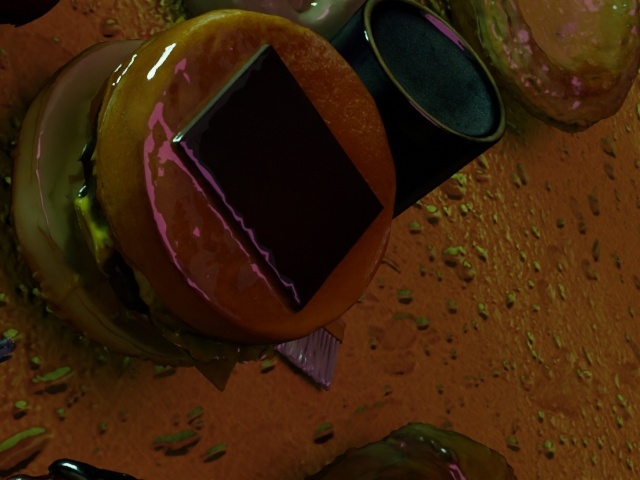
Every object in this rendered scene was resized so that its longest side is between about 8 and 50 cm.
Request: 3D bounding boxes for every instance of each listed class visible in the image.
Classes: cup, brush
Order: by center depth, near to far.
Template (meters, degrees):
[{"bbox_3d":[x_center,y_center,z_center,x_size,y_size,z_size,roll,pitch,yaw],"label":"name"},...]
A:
[{"bbox_3d":[0.026,-0.090,1.687,0.166,0.177,0.239,52,31,5],"label":"cup"},{"bbox_3d":[0.000,0.000,1.788,0.103,0.013,0.272,41,47,-34],"label":"brush"}]

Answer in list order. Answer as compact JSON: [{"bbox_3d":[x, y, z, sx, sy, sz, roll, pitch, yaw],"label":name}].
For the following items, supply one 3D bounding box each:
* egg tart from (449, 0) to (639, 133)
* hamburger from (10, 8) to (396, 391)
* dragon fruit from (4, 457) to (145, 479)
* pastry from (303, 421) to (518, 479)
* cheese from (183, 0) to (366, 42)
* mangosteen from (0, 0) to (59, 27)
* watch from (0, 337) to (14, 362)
[{"bbox_3d":[0.227,-0.248,2.083,0.294,0.123,0.294,22,59,-41],"label":"egg tart"},{"bbox_3d":[-0.096,-0.035,1.511,0.291,0.225,0.291,14,69,-41],"label":"hamburger"},{"bbox_3d":[-0.183,0.241,1.342,0.182,0.182,0.188,51,24,-25],"label":"dragon fruit"},{"bbox_3d":[0.081,0.287,1.651,0.311,0.162,0.255,-6,70,-62],"label":"pastry"},{"bbox_3d":[-0.058,-0.266,1.740,0.218,0.117,0.235,33,53,-38],"label":"cheese"},{"bbox_3d":[-0.256,-0.251,1.469,0.180,0.166,0.166,30,51,-15],"label":"mangosteen"},{"bbox_3d":[-0.315,-0.035,1.196,0.068,0.274,0.276,2,78,-54],"label":"watch"}]
